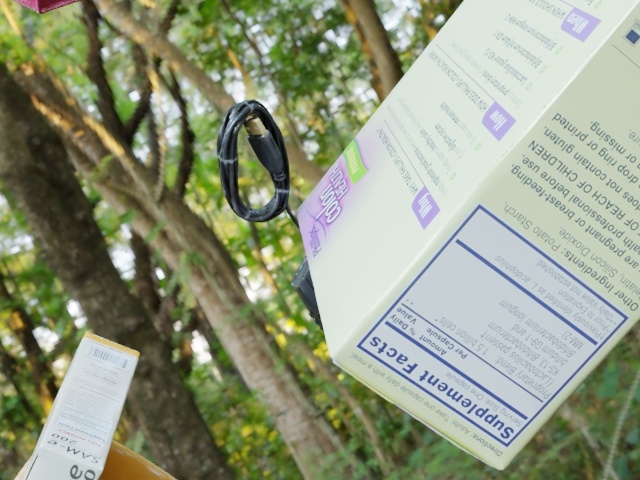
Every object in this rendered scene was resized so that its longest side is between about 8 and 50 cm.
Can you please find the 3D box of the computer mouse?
[{"bbox_3d":[0.000,0.000,0.720,0.071,0.041,0.242,-47,-44,-11],"label":"computer mouse"}]

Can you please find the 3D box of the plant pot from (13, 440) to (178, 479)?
[{"bbox_3d":[-0.151,0.259,0.715,0.188,0.205,0.205,-53,-6,-3],"label":"plant pot"}]

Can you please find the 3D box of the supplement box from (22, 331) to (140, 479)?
[{"bbox_3d":[-0.136,0.107,0.605,0.098,0.036,0.062,-83,19,-57],"label":"supplement box"}]

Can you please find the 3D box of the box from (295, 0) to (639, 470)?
[{"bbox_3d":[0.111,-0.039,0.605,0.243,0.117,0.213,-50,18,13],"label":"box"}]

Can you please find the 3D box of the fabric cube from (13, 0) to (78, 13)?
[{"bbox_3d":[-0.364,-0.482,1.432,0.259,0.258,0.254,-32,-45,-41],"label":"fabric cube"}]
